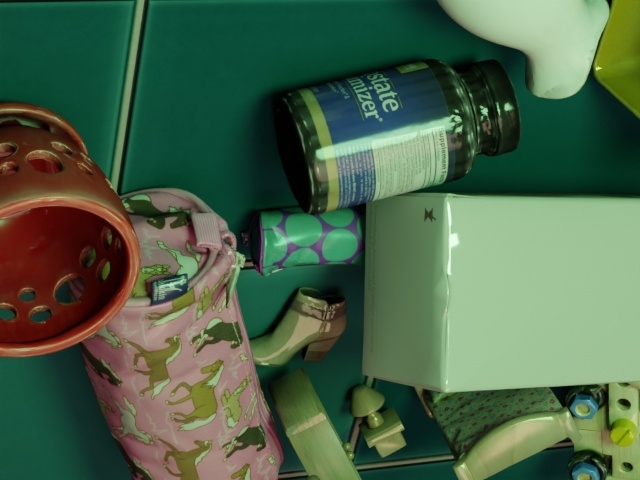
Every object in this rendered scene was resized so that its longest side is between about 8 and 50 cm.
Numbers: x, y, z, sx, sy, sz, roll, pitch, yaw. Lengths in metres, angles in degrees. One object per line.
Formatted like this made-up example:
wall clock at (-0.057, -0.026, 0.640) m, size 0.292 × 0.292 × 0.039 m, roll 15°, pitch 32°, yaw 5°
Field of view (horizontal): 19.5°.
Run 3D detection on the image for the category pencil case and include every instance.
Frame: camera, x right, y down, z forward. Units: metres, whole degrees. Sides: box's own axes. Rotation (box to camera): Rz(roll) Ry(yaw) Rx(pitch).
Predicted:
pencil case at (0.000, 0.000, 1.895) m, size 0.152 × 0.064 × 0.070 m, roll -3°, pitch 115°, yaw -21°
pencil case at (-0.143, 0.130, 1.888) m, size 0.160 × 0.167 × 0.386 m, roll -43°, pitch 143°, yaw -29°

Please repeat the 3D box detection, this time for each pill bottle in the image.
pill bottle at (0.075, -0.106, 1.792) m, size 0.219 × 0.122 × 0.122 m, roll -15°, pitch 134°, yaw -12°

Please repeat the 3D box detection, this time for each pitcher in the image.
pitcher at (0.196, -0.256, 1.727) m, size 0.207 × 0.125 × 0.177 m, roll 38°, pitch 76°, yaw -42°

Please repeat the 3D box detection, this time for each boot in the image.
boot at (-0.030, 0.090, 1.985) m, size 0.118 × 0.042 × 0.087 m, roll 1°, pitch 123°, yaw -26°

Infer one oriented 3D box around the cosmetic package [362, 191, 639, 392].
cosmetic package at (0.234, 0.047, 1.900) m, size 0.366 × 0.155 × 0.196 m, roll 2°, pitch 92°, yaw -31°

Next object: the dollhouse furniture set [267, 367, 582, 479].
dollhouse furniture set at (0.147, 0.171, 1.972) m, size 0.356 × 0.303 × 0.173 m, roll -27°, pitch 114°, yaw 0°

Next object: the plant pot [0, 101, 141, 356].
plant pot at (-0.273, -0.017, 1.682) m, size 0.191 × 0.174 × 0.191 m, roll -12°, pitch 133°, yaw -13°

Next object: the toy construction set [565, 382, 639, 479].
toy construction set at (0.394, 0.217, 2.157) m, size 0.215 × 0.151 × 0.327 m, roll 4°, pitch 108°, yaw 16°

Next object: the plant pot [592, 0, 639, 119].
plant pot at (0.424, -0.207, 1.809) m, size 0.187 × 0.212 × 0.212 m, roll -13°, pitch 135°, yaw -29°
